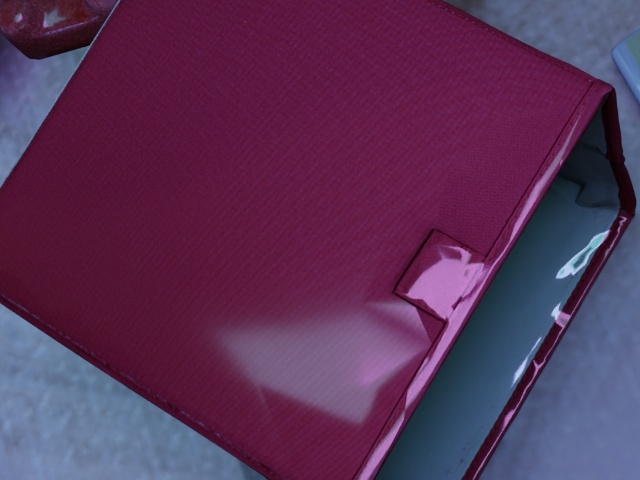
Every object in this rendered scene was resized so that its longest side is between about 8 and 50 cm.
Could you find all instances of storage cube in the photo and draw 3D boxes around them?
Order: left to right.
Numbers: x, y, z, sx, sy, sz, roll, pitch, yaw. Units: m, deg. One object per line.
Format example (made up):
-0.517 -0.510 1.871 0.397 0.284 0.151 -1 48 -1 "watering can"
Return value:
0.000 0.000 0.625 0.193 0.183 0.215 31 86 20 "storage cube"

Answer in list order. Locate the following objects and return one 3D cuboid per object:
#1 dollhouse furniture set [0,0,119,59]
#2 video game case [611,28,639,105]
-0.077 -0.232 0.723 0.201 0.152 0.374 23 87 19 "dollhouse furniture set"
0.257 -0.049 0.629 0.193 0.023 0.212 -34 70 22 "video game case"
